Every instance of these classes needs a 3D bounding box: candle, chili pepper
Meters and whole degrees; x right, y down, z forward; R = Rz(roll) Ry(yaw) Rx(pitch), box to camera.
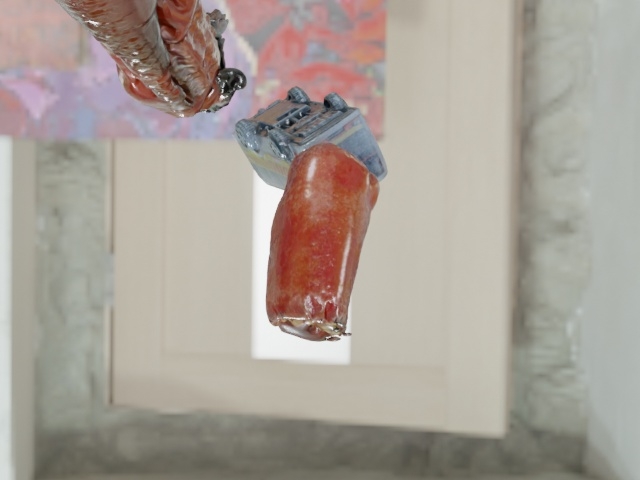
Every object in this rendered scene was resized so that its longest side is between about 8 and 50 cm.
[{"bbox_3d":[-0.078,-0.100,0.658,0.059,0.084,0.301,-8,166,6],"label":"candle"},{"bbox_3d":[0.000,0.000,0.979,0.070,0.123,0.073,1,162,27],"label":"chili pepper"}]

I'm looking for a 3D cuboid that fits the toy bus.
[{"bbox_3d":[-0.013,-0.071,1.159,0.064,0.075,0.190,-32,-161,-13],"label":"toy bus"}]
